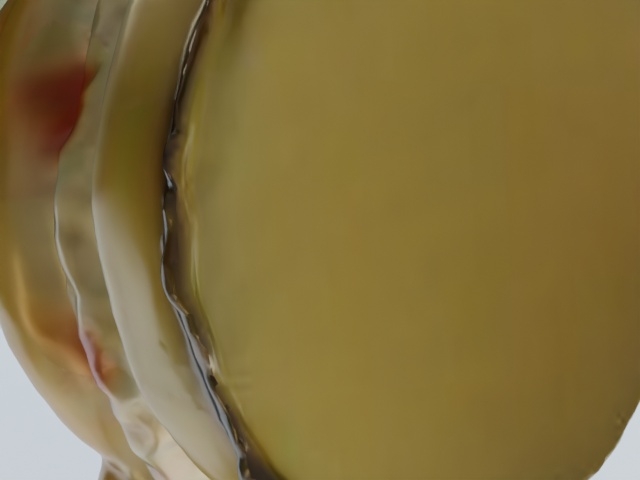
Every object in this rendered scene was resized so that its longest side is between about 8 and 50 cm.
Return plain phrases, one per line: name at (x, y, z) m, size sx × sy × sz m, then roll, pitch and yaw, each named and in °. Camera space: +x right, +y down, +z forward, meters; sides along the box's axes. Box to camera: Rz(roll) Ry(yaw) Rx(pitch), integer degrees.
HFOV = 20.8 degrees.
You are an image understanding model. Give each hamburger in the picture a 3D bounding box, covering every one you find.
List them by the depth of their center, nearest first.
hamburger at (0.000, 0.000, 0.662) m, size 0.261 × 0.186 × 0.303 m, roll -10°, pitch -85°, yaw -39°

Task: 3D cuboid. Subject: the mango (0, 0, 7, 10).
mango at (-0.243, -0.094, 0.693) m, size 0.293 × 0.143 × 0.175 m, roll -35°, pitch -76°, yaw -13°
